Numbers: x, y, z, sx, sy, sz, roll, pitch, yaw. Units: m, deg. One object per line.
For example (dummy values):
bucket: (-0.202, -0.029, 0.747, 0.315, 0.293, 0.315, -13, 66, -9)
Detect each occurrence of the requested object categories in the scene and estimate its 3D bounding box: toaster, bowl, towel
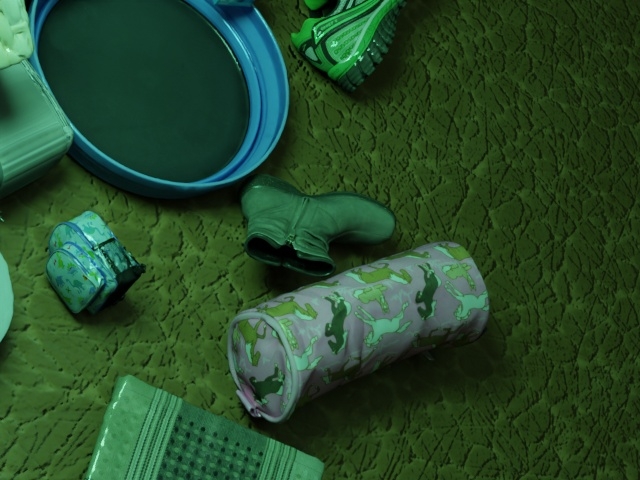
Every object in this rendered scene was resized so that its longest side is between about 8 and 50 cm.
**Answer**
toaster: (-0.414, -0.143, 1.787, 0.146, 0.129, 0.227, -32, 84, -42)
bowl: (-0.230, -0.236, 1.987, 0.391, 0.077, 0.391, 15, 60, -27)
towel: (-0.161, 0.362, 1.763, 0.312, 0.056, 0.324, 27, 57, -16)

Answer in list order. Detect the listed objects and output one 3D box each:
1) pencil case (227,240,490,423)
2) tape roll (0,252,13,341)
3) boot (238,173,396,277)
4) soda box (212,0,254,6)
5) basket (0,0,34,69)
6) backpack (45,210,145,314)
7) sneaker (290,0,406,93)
pencil case: (0.053, 0.120, 1.941, 0.386, 0.160, 0.167, -17, 96, -38)
tape roll: (-0.477, 0.067, 1.677, 0.219, 0.072, 0.219, 14, 61, -26)
boot: (0.000, 0.000, 1.982, 0.247, 0.083, 0.161, 12, 34, -20)
soda box: (-0.150, -0.440, 2.053, 0.071, 0.067, 0.210, -7, 62, -41)
basket: (-0.535, -0.320, 1.587, 0.328, 0.266, 0.331, -23, 121, -23)
backpack: (-0.295, 0.027, 1.796, 0.084, 0.105, 0.114, -28, 79, -40)
sneaker: (0.063, -0.399, 2.224, 0.146, 0.134, 0.343, 33, 54, -15)
